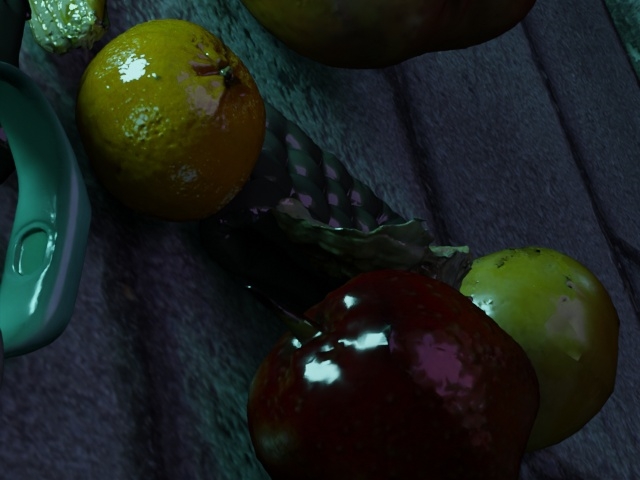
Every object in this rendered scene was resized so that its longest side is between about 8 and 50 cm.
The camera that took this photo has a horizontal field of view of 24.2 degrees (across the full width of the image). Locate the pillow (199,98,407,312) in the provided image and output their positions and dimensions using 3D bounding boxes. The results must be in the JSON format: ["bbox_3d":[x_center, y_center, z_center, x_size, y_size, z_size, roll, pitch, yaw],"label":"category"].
[{"bbox_3d":[0.000,0.000,1.580,0.326,0.101,0.228,42,26,-32],"label":"pillow"}]

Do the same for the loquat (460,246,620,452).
[{"bbox_3d":[0.223,0.122,1.691,0.235,0.235,0.235,43,28,-29],"label":"loquat"}]

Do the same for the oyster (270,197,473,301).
[{"bbox_3d":[0.061,0.026,1.437,0.161,0.107,0.233,21,1,44],"label":"oyster"}]

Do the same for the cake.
[{"bbox_3d":[-0.245,-0.237,1.459,0.185,0.080,0.116,57,9,25],"label":"cake"}]

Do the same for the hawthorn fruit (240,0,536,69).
[{"bbox_3d":[0.059,-0.424,1.837,0.472,0.472,0.472,43,28,-29],"label":"hawthorn fruit"}]

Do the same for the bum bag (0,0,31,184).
[{"bbox_3d":[-0.303,-0.161,1.235,0.142,0.080,0.326,34,37,-34],"label":"bum bag"}]

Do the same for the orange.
[{"bbox_3d":[-0.135,-0.115,1.385,0.193,0.161,0.193,47,24,-28],"label":"orange"}]

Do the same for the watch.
[{"bbox_3d":[-0.247,-0.013,1.089,0.195,0.068,0.237,44,47,-52],"label":"watch"}]

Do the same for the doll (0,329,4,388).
[{"bbox_3d":[-0.322,0.010,0.925,0.287,0.151,0.151,50,24,1],"label":"doll"}]

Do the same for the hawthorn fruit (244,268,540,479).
[{"bbox_3d":[0.043,0.131,1.332,0.300,0.254,0.254,42,27,-13],"label":"hawthorn fruit"}]
